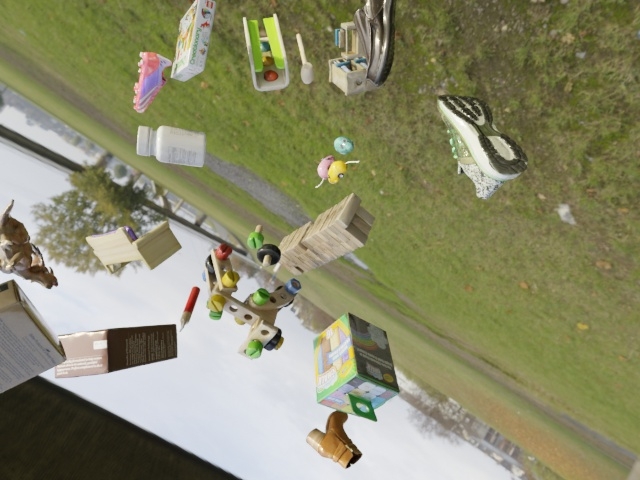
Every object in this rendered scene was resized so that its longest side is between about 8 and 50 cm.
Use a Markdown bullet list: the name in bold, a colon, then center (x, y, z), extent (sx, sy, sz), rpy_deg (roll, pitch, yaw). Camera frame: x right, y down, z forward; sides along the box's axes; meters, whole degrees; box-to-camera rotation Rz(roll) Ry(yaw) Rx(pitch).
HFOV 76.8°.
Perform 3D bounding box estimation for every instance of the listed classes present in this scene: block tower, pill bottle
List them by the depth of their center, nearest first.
- **block tower**: center (0.000, 0.000, 1.037), extent (0.097, 0.091, 0.335), rpy_deg (38, 145, -15)
- **pill bottle**: center (-0.542, -0.349, 1.480), extent (0.229, 0.131, 0.131), rpy_deg (4, -175, -22)

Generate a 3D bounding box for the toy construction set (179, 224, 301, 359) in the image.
- **toy construction set**: center (-0.212, 0.169, 0.970), extent (0.257, 0.309, 0.237), rpy_deg (53, -154, -33)

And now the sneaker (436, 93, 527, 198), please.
- **sneaker**: center (0.442, -0.291, 1.230), extent (0.158, 0.410, 0.182), rpy_deg (-3, 143, -16)

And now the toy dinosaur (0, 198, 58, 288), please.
- **toy dinosaur**: center (-0.865, 0.016, 1.147), extent (0.127, 0.295, 0.200), rpy_deg (3, -163, -3)

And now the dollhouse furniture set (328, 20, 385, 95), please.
- **dollhouse furniture set**: center (0.106, -0.540, 1.161), extent (0.129, 0.129, 0.183), rpy_deg (-122, 21, -44)

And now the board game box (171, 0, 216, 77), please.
- **board game box**: center (-0.404, -0.615, 1.263), extent (0.053, 0.192, 0.305), rpy_deg (8, -171, -30)

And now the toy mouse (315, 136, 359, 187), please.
- **toy mouse**: center (0.031, -0.193, 0.936), extent (0.031, 0.143, 0.161), rpy_deg (24, 141, -25)

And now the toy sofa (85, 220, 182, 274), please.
- **toy sofa**: center (-0.704, 0.010, 1.515), extent (0.363, 0.150, 0.177), rpy_deg (-8, 116, 41)

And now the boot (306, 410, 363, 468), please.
- **boot**: center (0.069, 0.616, 1.252), extent (0.152, 0.073, 0.197), rpy_deg (19, -158, 35)

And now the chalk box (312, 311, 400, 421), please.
- **chalk box**: center (0.076, 0.295, 0.891), extent (0.132, 0.132, 0.213), rpy_deg (31, -148, -25)

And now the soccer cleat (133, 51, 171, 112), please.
- **soccer cleat**: center (-0.566, -0.515, 1.351), extent (0.095, 0.083, 0.248), rpy_deg (4, 148, -29)

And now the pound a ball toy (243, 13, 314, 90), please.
- **pound a ball toy**: center (-0.151, -0.656, 1.447), extent (0.135, 0.208, 0.319), rpy_deg (91, 167, -63)

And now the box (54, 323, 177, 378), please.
- **box**: center (-0.671, 0.366, 1.378), extent (0.191, 0.143, 0.381), rpy_deg (-9, 168, 11)

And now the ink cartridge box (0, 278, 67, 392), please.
- **ink cartridge box**: center (-0.709, 0.222, 0.879), extent (0.088, 0.193, 0.234), rpy_deg (42, 146, 36)

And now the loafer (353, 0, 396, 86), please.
- **loafer**: center (0.103, -0.410, 0.777), extent (0.078, 0.220, 0.080), rpy_deg (6, -171, 15)
